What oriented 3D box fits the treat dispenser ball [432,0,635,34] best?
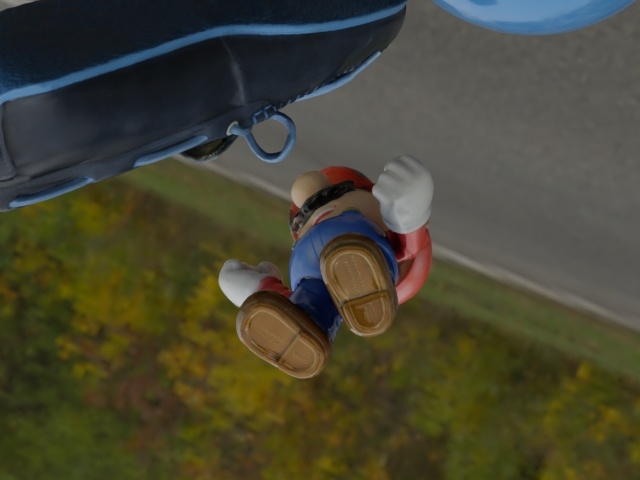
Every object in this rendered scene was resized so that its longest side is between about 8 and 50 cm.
[{"bbox_3d":[0.184,-0.321,1.517,0.288,0.288,0.288,25,175,2],"label":"treat dispenser ball"}]

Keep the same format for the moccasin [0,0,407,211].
[{"bbox_3d":[-0.095,-0.110,1.131,0.342,0.117,0.138,-17,-137,-33],"label":"moccasin"}]

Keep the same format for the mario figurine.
[{"bbox_3d":[0.000,0.000,1.509,0.198,0.170,0.320,1,-167,7],"label":"mario figurine"}]
